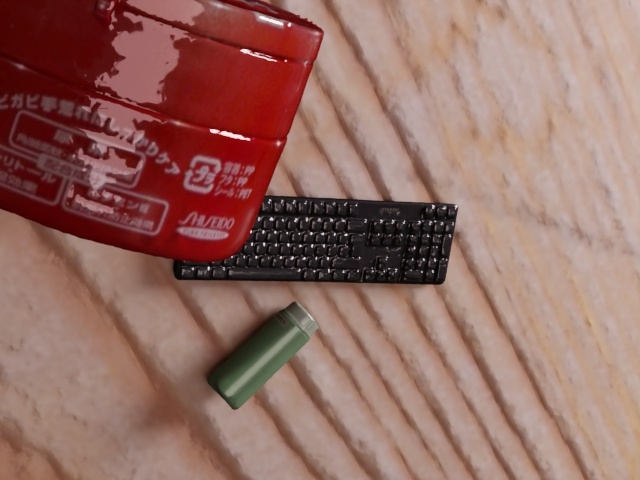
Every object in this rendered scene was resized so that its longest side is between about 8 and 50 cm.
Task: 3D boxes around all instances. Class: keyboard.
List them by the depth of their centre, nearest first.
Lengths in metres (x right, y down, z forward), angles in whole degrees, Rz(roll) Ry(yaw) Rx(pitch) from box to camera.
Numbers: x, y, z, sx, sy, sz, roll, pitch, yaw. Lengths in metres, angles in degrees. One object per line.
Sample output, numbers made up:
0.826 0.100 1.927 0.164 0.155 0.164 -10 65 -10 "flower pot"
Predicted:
0.000 0.000 1.101 0.204 0.013 0.061 2 107 -24 "keyboard"

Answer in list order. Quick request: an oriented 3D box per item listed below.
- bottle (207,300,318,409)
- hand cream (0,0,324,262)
-0.039 0.079 1.103 0.083 0.030 0.030 -43 118 -5 "bottle"
-0.122 -0.090 0.901 0.230 0.230 0.149 16 98 -27 "hand cream"
